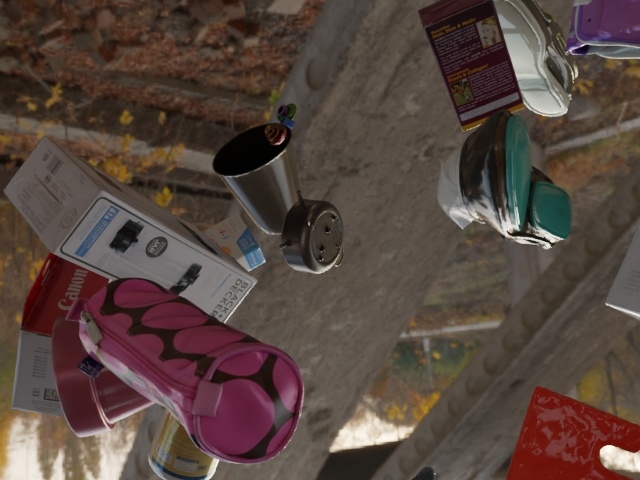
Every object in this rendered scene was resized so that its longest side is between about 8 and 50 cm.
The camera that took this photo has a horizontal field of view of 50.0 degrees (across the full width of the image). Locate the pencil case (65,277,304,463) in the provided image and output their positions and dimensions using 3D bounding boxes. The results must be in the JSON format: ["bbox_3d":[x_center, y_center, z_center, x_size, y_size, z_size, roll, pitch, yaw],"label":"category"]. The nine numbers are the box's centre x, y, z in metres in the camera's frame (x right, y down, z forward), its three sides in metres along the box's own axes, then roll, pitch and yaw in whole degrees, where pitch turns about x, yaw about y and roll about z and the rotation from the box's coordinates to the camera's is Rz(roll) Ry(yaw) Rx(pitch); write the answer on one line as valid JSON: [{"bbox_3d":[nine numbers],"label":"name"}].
[{"bbox_3d":[-0.108,0.090,0.516,0.209,0.095,0.098,14,164,47],"label":"pencil case"}]

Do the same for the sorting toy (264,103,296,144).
[{"bbox_3d":[-0.087,-0.252,1.452,0.042,0.101,0.061,27,168,-34],"label":"sorting toy"}]

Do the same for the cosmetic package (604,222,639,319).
[{"bbox_3d":[0.550,0.032,0.925,0.138,0.224,0.224,25,179,-22],"label":"cosmetic package"}]

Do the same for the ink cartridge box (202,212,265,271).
[{"bbox_3d":[-0.218,0.036,1.390,0.181,0.104,0.061,-30,146,-9],"label":"ink cartridge box"}]

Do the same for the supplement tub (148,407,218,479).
[{"bbox_3d":[-0.258,0.383,1.410,0.145,0.199,0.144,20,-163,-6],"label":"supplement tub"}]

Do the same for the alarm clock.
[{"bbox_3d":[0.000,0.000,1.229,0.064,0.129,0.192,8,162,31],"label":"alarm clock"}]

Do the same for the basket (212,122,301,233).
[{"bbox_3d":[-0.131,-0.135,1.655,0.204,0.154,0.226,-35,136,-16],"label":"basket"}]

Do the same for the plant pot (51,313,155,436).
[{"bbox_3d":[-0.322,0.204,1.133,0.180,0.201,0.201,-11,170,-8],"label":"plant pot"}]

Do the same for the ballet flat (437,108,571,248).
[{"bbox_3d":[0.170,-0.043,0.663,0.096,0.095,0.280,2,166,30],"label":"ballet flat"}]

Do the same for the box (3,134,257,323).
[{"bbox_3d":[-0.232,-0.002,0.879,0.169,0.087,0.290,36,180,38],"label":"box"}]

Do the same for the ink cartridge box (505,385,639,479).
[{"bbox_3d":[0.316,0.377,0.683,0.308,0.384,0.091,22,163,1],"label":"ink cartridge box"}]

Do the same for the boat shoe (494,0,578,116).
[{"bbox_3d":[0.362,-0.335,1.176,0.109,0.091,0.305,14,161,42],"label":"boat shoe"}]

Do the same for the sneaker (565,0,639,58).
[{"bbox_3d":[0.250,-0.272,0.655,0.102,0.282,0.161,1,127,-49],"label":"sneaker"}]

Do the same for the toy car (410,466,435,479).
[{"bbox_3d":[0.119,0.448,1.091,0.189,0.154,0.149,-22,179,-14],"label":"toy car"}]

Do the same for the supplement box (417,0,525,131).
[{"bbox_3d":[0.231,-0.277,1.051,0.104,0.080,0.188,-21,124,13],"label":"supplement box"}]

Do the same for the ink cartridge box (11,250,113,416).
[{"bbox_3d":[-0.515,0.153,1.414,0.130,0.271,0.309,12,-151,-12],"label":"ink cartridge box"}]
